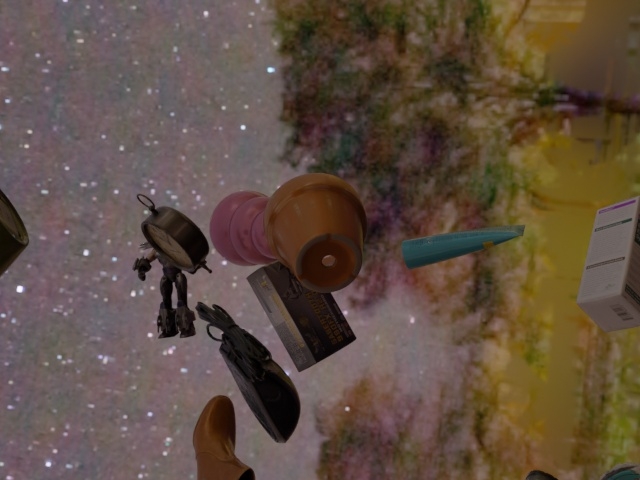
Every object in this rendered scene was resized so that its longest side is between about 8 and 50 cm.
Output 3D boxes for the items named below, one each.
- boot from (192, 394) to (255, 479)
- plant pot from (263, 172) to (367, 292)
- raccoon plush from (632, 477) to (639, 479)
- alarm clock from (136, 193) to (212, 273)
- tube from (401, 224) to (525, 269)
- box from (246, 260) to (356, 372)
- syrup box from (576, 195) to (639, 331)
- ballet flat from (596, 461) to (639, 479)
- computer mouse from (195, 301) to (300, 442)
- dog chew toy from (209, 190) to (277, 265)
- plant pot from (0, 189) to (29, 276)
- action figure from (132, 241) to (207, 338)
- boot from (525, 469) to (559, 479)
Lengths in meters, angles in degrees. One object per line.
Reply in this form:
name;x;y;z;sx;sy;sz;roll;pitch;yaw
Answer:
boot;-0.193;0.467;1.678;0.104;0.211;0.295;23;-114;-28
plant pot;0.000;0.000;1.544;0.188;0.205;0.205;-108;12;-60
raccoon plush;0.436;0.479;0.898;0.299;0.446;0.216;-42;-20;-44
alarm clock;-0.276;-0.019;1.480;0.064;0.129;0.192;-53;-51;-23
tube;0.243;0.003;1.365;0.080;0.207;0.052;-52;-54;-66
box;-0.038;0.147;1.722;0.183;0.056;0.231;-17;-104;-59
syrup box;0.549;0.041;1.454;0.093;0.096;0.236;42;-126;-21
ballet flat;0.651;0.592;1.722;0.147;0.147;0.408;-62;-18;-51
computer mouse;-0.087;0.210;1.240;0.072;0.188;0.272;-35;-47;-18
dog chew toy;-0.159;-0.027;2.090;0.207;0.332;0.206;-2;-85;-27
plant pot;-0.659;0.025;1.350;0.274;0.294;0.275;60;177;5
action figure;-0.360;0.095;1.962;0.099;0.185;0.284;-5;-91;-69
boot;0.366;0.543;1.406;0.161;0.083;0.246;-34;-48;-53
